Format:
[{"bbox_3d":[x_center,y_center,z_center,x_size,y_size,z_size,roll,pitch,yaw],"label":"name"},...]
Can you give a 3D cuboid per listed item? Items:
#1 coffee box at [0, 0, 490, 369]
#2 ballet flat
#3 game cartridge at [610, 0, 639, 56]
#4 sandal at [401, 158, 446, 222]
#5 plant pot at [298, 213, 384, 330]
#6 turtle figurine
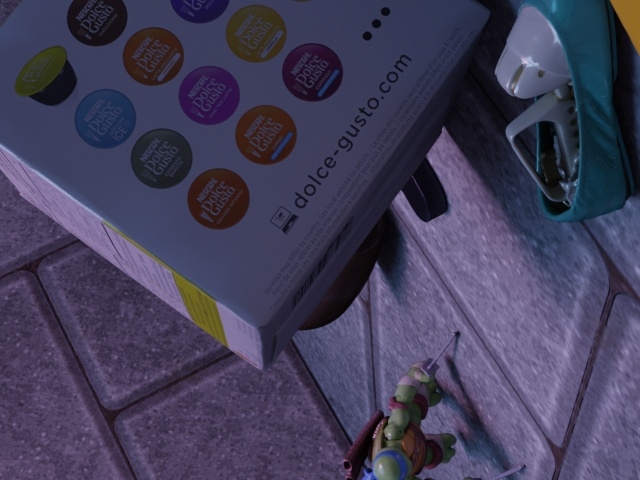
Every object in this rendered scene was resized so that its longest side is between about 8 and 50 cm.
[{"bbox_3d":[-0.090,-0.120,1.241,0.334,0.338,0.338,35,170,5],"label":"coffee box"},{"bbox_3d":[0.178,-0.109,0.980,0.083,0.087,0.247,50,163,52],"label":"ballet flat"},{"bbox_3d":[0.249,-0.132,0.705,0.324,0.052,0.285,65,170,7],"label":"game cartridge"},{"bbox_3d":[0.065,-0.131,1.568,0.254,0.054,0.097,59,169,21],"label":"sandal"},{"bbox_3d":[0.000,0.000,1.876,0.215,0.215,0.230,62,155,5],"label":"plant pot"},{"bbox_3d":[0.179,0.275,1.887,0.198,0.275,0.266,41,-171,3],"label":"turtle figurine"}]
